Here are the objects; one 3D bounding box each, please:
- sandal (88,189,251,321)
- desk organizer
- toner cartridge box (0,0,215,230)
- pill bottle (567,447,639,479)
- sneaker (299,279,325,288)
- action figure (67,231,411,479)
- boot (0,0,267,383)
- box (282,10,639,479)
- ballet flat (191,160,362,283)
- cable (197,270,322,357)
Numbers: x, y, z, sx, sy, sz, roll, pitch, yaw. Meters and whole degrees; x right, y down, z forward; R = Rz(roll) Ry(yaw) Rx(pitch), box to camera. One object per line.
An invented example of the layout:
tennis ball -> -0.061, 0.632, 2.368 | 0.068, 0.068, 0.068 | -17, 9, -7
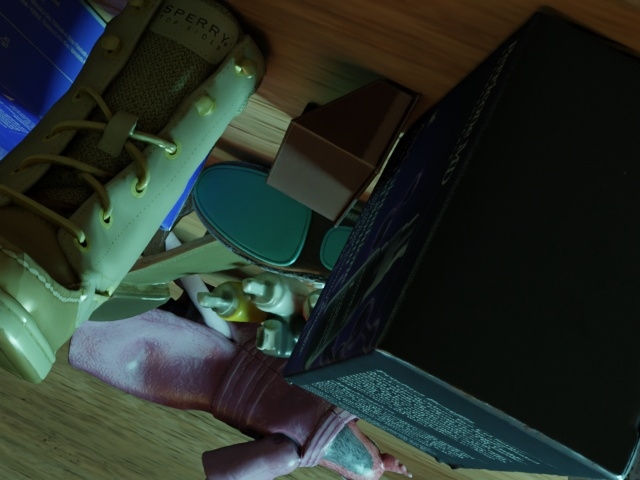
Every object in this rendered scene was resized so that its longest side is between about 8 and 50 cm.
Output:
sandal -> -0.108, -0.009, 0.935 | 0.240, 0.079, 0.088 | -24, 160, 34
desk organizer -> 0.008, -0.051, 0.641 | 0.050, 0.047, 0.130 | 29, 166, -2
toner cartridge box -> -0.215, -0.128, 0.704 | 0.165, 0.075, 0.348 | 19, 165, 30
pill bottle -> 0.258, 0.140, 0.591 | 0.188, 0.188, 0.334 | 28, 166, -8
sneaker -> 0.017, 0.015, 0.905 | 0.109, 0.040, 0.043 | 13, 145, 33
action figure -> -0.063, 0.127, 1.191 | 0.370, 0.248, 0.275 | 30, 141, 16
boot -> -0.108, -0.038, 0.566 | 0.095, 0.203, 0.262 | 36, 172, -2
box -> 0.077, 0.015, 0.536 | 0.108, 0.153, 0.207 | 28, 165, -5
ballet flat -> 0.000, 0.000, 0.820 | 0.188, 0.070, 0.070 | 26, 167, 16
cable -> 0.008, 0.065, 1.046 | 0.139, 0.072, 0.287 | 4, 179, 18
